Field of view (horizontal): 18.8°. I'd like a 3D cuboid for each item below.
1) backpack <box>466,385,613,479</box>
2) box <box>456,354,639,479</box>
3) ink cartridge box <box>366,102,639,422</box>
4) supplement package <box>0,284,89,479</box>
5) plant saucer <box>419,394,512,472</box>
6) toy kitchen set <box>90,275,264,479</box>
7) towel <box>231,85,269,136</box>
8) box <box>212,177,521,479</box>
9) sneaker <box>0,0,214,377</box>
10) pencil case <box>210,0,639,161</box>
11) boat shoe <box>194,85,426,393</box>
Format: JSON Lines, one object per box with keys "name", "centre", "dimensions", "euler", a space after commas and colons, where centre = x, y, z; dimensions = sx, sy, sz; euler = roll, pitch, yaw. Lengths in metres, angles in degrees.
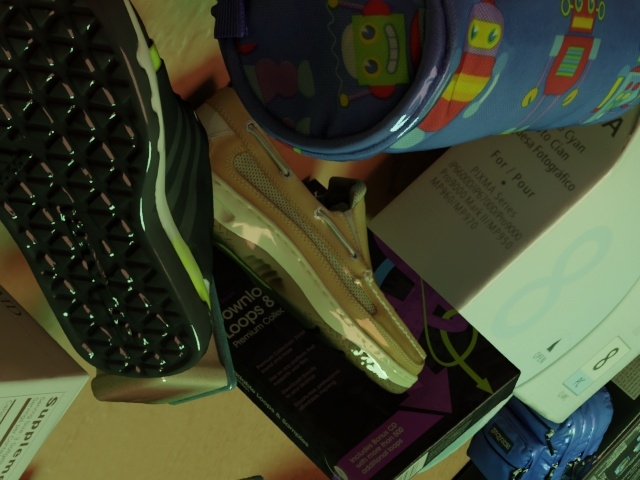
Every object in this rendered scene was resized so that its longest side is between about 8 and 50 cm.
{"name": "backpack", "centre": [0.188, 0.158, 1.642], "dimensions": [0.101, 0.098, 0.120], "euler": [-22, 148, -42]}
{"name": "box", "centre": [0.226, 0.245, 1.868], "dimensions": [0.395, 0.097, 0.318], "euler": [-47, 157, -4]}
{"name": "ink cartridge box", "centre": [0.232, -0.059, 1.228], "dimensions": [0.385, 0.091, 0.308], "euler": [-41, 155, 6]}
{"name": "supplement package", "centre": [-0.195, 0.061, 0.731], "dimensions": [0.105, 0.105, 0.179], "euler": [-55, 158, 16]}
{"name": "plant saucer", "centre": [0.112, 0.095, 1.471], "dimensions": [0.195, 0.037, 0.195], "euler": [-39, 156, -21]}
{"name": "toy kitchen set", "centre": [-0.126, 0.100, 0.994], "dimensions": [0.207, 0.166, 0.122], "euler": [-17, 172, 28]}
{"name": "towel", "centre": [-0.045, -0.047, 0.964], "dimensions": [0.083, 0.009, 0.060], "euler": [-54, 159, 15]}
{"name": "box", "centre": [0.010, 0.053, 1.031], "dimensions": [0.116, 0.162, 0.029], "euler": [-37, 159, -28]}
{"name": "sneaker", "centre": [-0.093, -0.041, 0.813], "dimensions": [0.234, 0.084, 0.097], "euler": [82, 13, -47]}
{"name": "pencil case", "centre": [0.064, -0.106, 0.922], "dimensions": [0.306, 0.133, 0.119], "euler": [-11, 115, -59]}
{"name": "boat shoe", "centre": [0.000, 0.000, 0.947], "dimensions": [0.072, 0.068, 0.190], "euler": [-50, 124, -8]}
